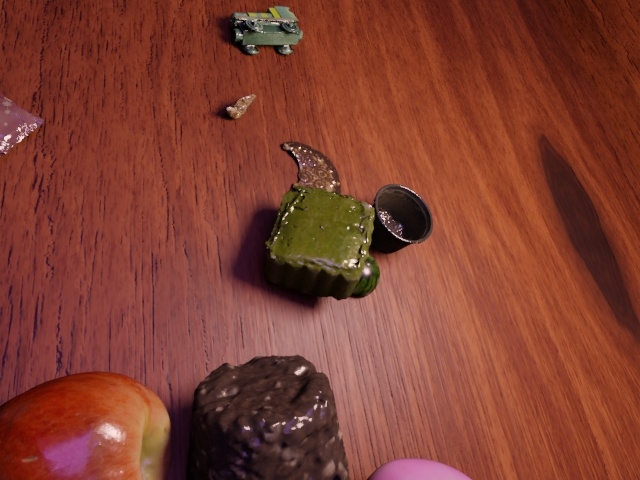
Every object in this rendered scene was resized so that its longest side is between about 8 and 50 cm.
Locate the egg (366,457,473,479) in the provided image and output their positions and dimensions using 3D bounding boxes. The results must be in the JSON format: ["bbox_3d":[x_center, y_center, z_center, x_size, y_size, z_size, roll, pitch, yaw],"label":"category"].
[{"bbox_3d":[0.184,0.467,0.709,0.271,0.196,0.196,16,58,-33],"label":"egg"}]

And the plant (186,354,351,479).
[{"bbox_3d":[-0.077,0.348,0.634,0.215,0.213,0.312,-11,106,-31],"label":"plant"}]

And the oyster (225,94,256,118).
[{"bbox_3d":[-0.182,-0.314,1.006,0.083,0.080,0.038,-28,104,-3],"label":"oyster"}]

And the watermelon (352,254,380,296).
[{"bbox_3d":[0.091,0.069,0.947,0.105,0.062,0.105,14,61,-26],"label":"watermelon"}]

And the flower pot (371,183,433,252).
[{"bbox_3d":[0.175,-0.041,1.022,0.157,0.107,0.157,11,58,-19],"label":"flower pot"}]

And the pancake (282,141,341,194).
[{"bbox_3d":[-0.032,-0.150,1.026,0.184,0.020,0.190,32,53,-10],"label":"pancake"}]

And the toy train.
[{"bbox_3d":[-0.151,-0.567,1.153,0.200,0.083,0.132,-13,61,-32],"label":"toy train"}]

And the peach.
[{"bbox_3d":[-0.324,0.280,0.533,0.257,0.232,0.232,-6,63,7],"label":"peach"}]

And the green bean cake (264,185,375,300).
[{"bbox_3d":[0.000,0.000,0.876,0.200,0.113,0.214,12,54,0],"label":"green bean cake"}]

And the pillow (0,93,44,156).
[{"bbox_3d":[-0.607,-0.235,0.757,0.185,0.043,0.118,32,52,-9],"label":"pillow"}]
